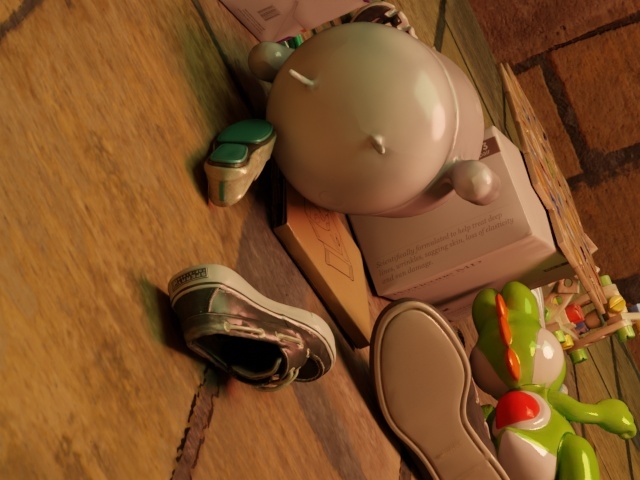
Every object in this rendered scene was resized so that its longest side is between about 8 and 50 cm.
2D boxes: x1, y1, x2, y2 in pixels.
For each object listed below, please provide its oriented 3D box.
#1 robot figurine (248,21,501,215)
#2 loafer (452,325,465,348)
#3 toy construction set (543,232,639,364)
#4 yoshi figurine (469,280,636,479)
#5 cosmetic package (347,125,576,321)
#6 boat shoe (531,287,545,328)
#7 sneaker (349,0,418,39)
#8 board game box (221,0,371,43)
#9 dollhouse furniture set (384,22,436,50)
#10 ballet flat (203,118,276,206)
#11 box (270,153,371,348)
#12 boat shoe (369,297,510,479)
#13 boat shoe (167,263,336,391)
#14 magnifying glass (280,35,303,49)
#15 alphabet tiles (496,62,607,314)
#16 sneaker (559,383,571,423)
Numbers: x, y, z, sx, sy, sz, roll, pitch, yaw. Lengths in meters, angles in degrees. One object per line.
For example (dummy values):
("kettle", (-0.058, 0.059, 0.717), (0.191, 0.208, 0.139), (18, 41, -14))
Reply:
("robot figurine", (0.061, -0.126, 1.666), (0.300, 0.199, 0.353), (28, 7, 13))
("loafer", (0.156, 0.181, 1.935), (0.056, 0.050, 0.148), (41, 46, -57))
("toy construction set", (0.433, 0.116, 2.639), (0.327, 0.215, 0.151), (45, 27, -54))
("yoshi figurine", (0.273, 0.233, 1.957), (0.203, 0.203, 0.362), (123, -34, -53))
("cosmetic package", (0.197, -0.011, 2.028), (0.385, 0.217, 0.156), (16, 53, -69))
("boat shoe", (0.315, 0.114, 2.474), (0.084, 0.095, 0.258), (44, 27, -65))
("sneaker", (0.138, -0.242, 2.371), (0.118, 0.110, 0.292), (-94, 159, -71))
("board game box", (-0.059, -0.395, 1.822), (0.144, 0.142, 0.275), (39, 33, -61))
("dollhouse furniture set", (0.111, -0.186, 2.072), (0.212, 0.161, 0.242), (66, 15, -6))
("ballet flat", (-0.082, -0.074, 1.503), (0.168, 0.057, 0.052), (-56, 150, -68))
("box", (0.000, 0.000, 1.705), (0.201, 0.021, 0.164), (55, 19, -36))
("boat shoe", (0.126, 0.187, 1.740), (0.335, 0.112, 0.095), (65, -3, -31))
("boat shoe", (-0.054, 0.091, 1.307), (0.219, 0.078, 0.070), (33, 36, -51))
("magnifying glass", (-0.064, -0.318, 1.922), (0.092, 0.026, 0.231), (26, 43, -67))
("alphabet tiles", (0.315, -0.075, 2.107), (0.285, 0.011, 0.342), (52, 20, -46))
("sneaker", (0.365, 0.266, 2.531), (0.073, 0.063, 0.162), (44, 18, -16))
